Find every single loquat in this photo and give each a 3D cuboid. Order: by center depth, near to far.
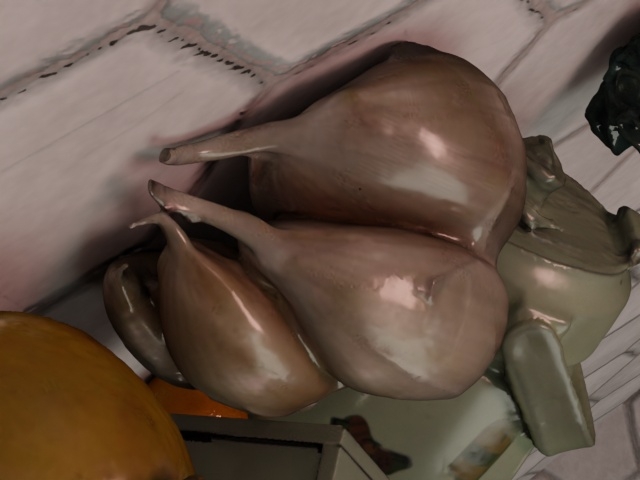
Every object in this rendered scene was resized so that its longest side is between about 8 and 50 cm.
[{"bbox_3d":[-0.147,0.141,0.801,0.246,0.214,0.213,-4,-176,36],"label":"loquat"}]

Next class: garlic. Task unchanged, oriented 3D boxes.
[{"bbox_3d":[0.000,0.000,0.923,0.237,0.210,0.292,0,166,5],"label":"garlic"}]

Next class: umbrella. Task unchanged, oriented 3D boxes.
[{"bbox_3d":[0.344,-0.163,1.163,0.348,0.094,0.143,-28,167,-29],"label":"umbrella"}]

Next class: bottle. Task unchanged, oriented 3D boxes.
[{"bbox_3d":[0.098,0.075,1.159,0.229,0.229,0.352,-14,146,-51],"label":"bottle"}]

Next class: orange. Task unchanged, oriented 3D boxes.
[{"bbox_3d":[-0.090,0.128,1.146,0.083,0.083,0.083,-32,163,-11],"label":"orange"}]

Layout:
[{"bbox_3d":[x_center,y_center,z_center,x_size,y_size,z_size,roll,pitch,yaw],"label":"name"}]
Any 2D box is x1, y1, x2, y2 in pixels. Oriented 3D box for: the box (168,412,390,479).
[{"bbox_3d":[-0.091,0.226,0.926,0.224,0.225,0.117,1,152,24],"label":"box"}]
